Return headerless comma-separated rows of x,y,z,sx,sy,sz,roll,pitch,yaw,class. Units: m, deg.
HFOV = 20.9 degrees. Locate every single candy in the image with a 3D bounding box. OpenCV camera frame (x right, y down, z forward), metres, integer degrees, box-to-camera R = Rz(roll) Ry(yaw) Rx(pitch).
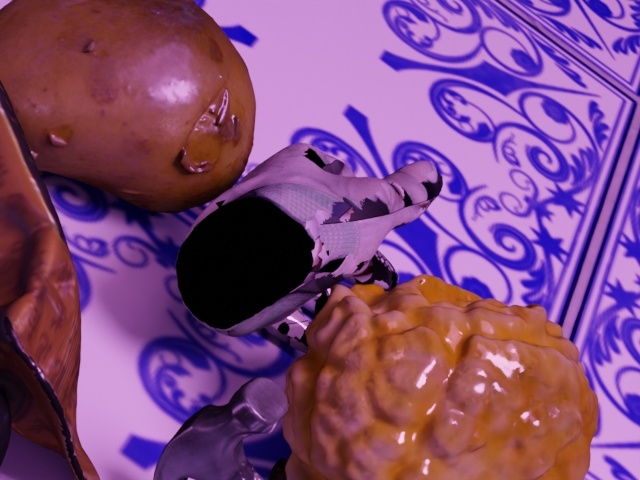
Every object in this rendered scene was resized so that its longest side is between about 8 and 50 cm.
-0.176,-0.002,0.859,0.101,0.143,0.271,-27,65,-7,candy

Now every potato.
-0.118,-0.087,1.001,0.176,0.137,0.137,16,41,-25,potato

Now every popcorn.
0.057,0.102,0.919,0.180,0.170,0.180,32,47,-41,popcorn

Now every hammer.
0.013,0.181,0.865,0.246,0.103,0.029,48,34,-8,hammer

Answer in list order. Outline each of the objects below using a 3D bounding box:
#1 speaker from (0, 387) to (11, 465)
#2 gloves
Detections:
-0.253,0.126,0.632,0.259,0.198,0.329,21,26,-7,speaker
-0.008,-0.002,1.002,0.111,0.127,0.212,28,14,6,gloves
